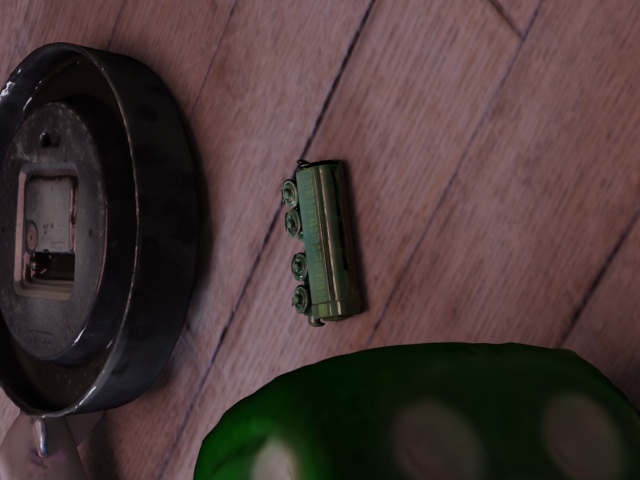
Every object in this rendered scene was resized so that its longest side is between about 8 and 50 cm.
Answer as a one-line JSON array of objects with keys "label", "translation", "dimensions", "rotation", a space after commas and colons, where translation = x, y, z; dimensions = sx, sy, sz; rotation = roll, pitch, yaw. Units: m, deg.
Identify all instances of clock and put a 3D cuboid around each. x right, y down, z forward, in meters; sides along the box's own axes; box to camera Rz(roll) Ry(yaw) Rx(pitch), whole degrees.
[{"label": "clock", "translation": [-0.249, -0.009, 2.030], "dimensions": [0.386, 0.076, 0.386], "rotation": [-4, 85, 54]}]

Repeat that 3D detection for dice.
[{"label": "dice", "translation": [0.076, 0.253, 1.402], "dimensions": [0.297, 0.287, 0.300], "rotation": [-45, 51, 52]}]

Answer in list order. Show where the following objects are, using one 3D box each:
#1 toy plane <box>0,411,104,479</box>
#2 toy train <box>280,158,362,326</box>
[{"label": "toy plane", "translation": [-0.275, 0.297, 2.094], "dimensions": [0.267, 0.123, 0.267], "rotation": [174, 90, -75]}, {"label": "toy train", "translation": [0.000, 0.000, 1.729], "dimensions": [0.071, 0.038, 0.148], "rotation": [-14, 82, 53]}]
